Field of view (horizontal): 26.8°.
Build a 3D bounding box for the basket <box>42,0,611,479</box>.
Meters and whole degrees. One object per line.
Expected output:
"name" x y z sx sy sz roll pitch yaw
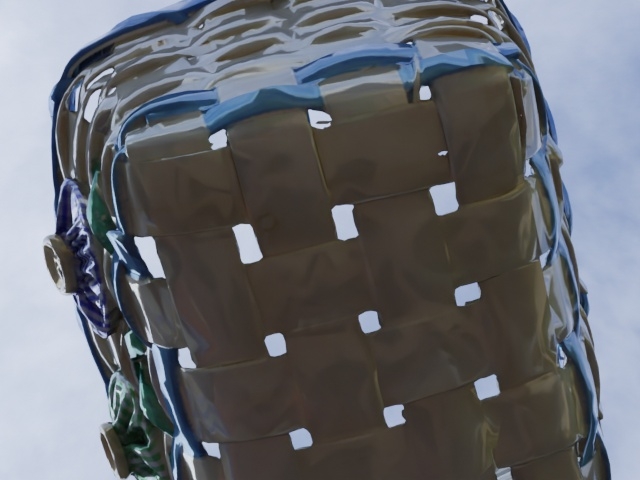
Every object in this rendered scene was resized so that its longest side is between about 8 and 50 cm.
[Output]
"basket" 0.000 0.000 0.540 0.201 0.289 0.254 -13 -76 2
